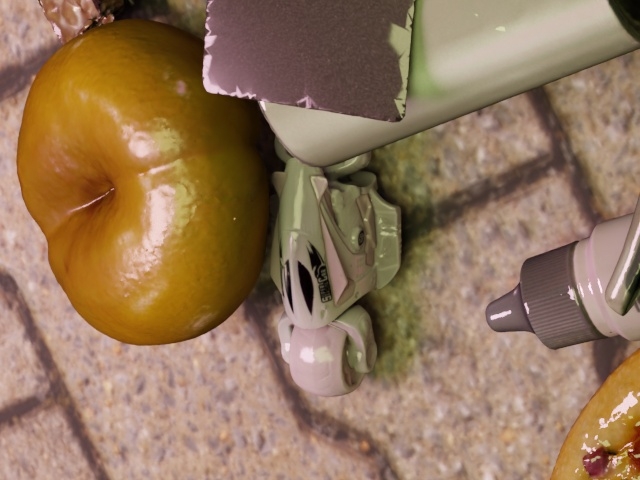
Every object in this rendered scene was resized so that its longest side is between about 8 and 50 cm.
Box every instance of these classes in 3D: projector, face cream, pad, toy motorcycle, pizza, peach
[{"bbox_3d":[0.085,-0.211,1.210,0.249,0.248,0.248,-19,93,27],"label":"projector"},{"bbox_3d":[0.257,0.014,1.277,0.311,0.092,0.092,-17,95,27],"label":"face cream"},{"bbox_3d":[-0.005,-0.185,1.114,0.143,0.003,0.211,11,106,22],"label":"pad"},{"bbox_3d":[0.000,0.000,1.377,0.112,0.112,0.254,6,106,23],"label":"toy motorcycle"},{"bbox_3d":[0.268,0.219,1.324,0.229,0.081,0.289,23,109,17],"label":"pizza"},{"bbox_3d":[-0.130,-0.043,1.374,0.251,0.153,0.251,41,139,48],"label":"peach"}]

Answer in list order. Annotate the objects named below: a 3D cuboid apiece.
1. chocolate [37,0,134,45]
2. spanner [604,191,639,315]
[{"bbox_3d":[-0.244,-0.306,1.442,0.102,0.065,0.329,-27,89,46],"label":"chocolate"},{"bbox_3d":[0.275,-0.087,1.184,0.096,0.040,0.324,24,107,22],"label":"spanner"}]
